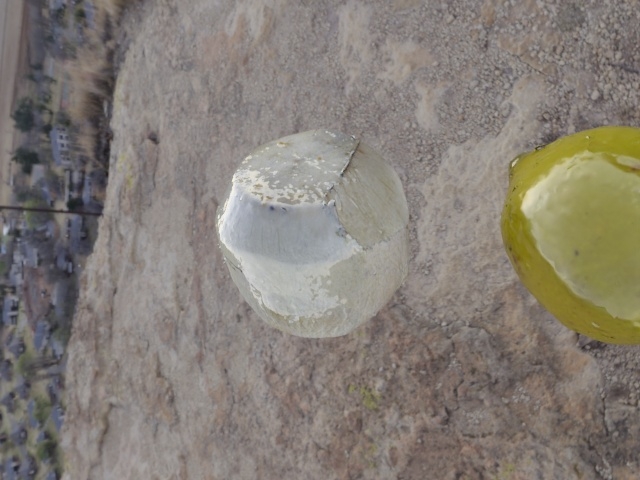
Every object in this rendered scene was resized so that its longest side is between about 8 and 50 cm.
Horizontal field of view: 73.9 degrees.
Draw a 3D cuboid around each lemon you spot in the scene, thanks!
[{"bbox_3d":[0.372,-0.011,0.549,0.258,0.257,0.310,-49,65,30],"label":"lemon"}]

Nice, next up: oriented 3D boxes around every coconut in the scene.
[{"bbox_3d":[0.000,0.000,0.792,0.346,0.346,0.360,32,148,37],"label":"coconut"}]
